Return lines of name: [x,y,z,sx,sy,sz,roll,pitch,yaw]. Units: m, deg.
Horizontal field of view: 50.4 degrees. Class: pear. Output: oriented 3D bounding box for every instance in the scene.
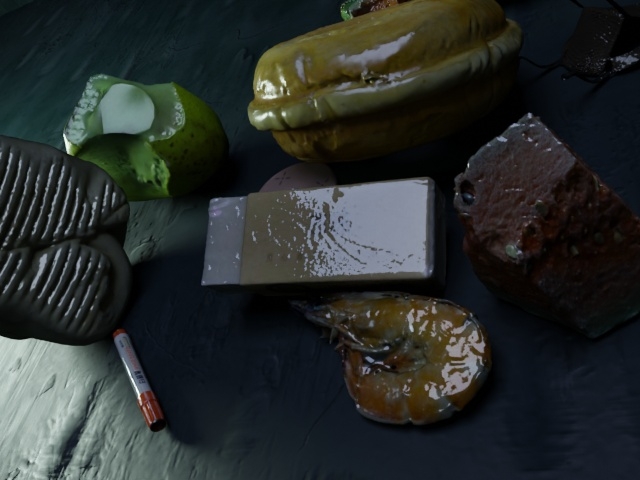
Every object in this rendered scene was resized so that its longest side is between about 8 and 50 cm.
pear: [-0.316,-0.169,1.316,0.282,0.286,0.176,7,62,4]

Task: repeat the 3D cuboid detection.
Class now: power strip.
power strip: [-0.029,-0.049,1.093,0.154,0.078,0.154,-17,44,17]

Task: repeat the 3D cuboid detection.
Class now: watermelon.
watermelon: [0.245,-0.014,0.730,0.193,0.256,0.140,-33,37,12]

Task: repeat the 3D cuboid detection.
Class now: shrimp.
shrimp: [0.066,0.136,0.850,0.317,0.062,0.164,9,61,42]

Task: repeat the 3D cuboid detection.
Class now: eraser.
eraser: [0.000,0.000,0.952,0.343,0.078,0.144,-4,73,22]

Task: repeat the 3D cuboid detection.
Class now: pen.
pen: [-0.278,0.206,1.031,0.028,0.028,0.239,-38,38,-7]

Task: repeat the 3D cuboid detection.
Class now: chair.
chair: [0.439,-0.328,1.072,0.213,0.149,0.174,0,25,-27]

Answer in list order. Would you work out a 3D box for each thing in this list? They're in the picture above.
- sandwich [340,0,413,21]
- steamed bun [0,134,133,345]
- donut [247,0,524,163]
sandwich: [0.146,-0.463,1.397,0.185,0.109,0.160,-35,36,-2]
steamed bun: [-0.521,0.006,1.162,0.255,0.368,0.342,-16,57,43]
donut: [0.099,-0.262,1.080,0.449,0.198,0.449,-16,21,6]
